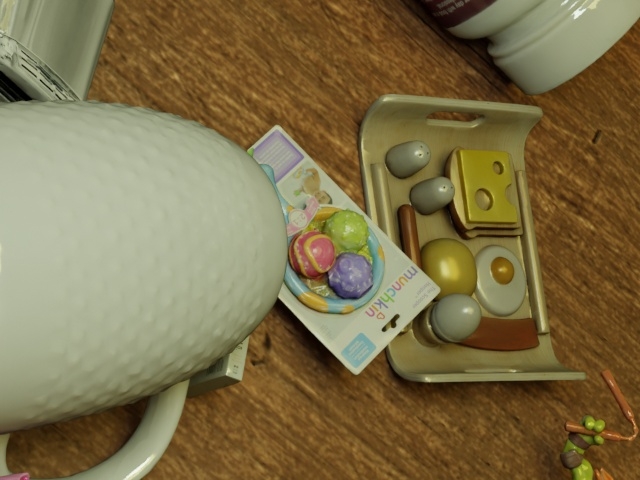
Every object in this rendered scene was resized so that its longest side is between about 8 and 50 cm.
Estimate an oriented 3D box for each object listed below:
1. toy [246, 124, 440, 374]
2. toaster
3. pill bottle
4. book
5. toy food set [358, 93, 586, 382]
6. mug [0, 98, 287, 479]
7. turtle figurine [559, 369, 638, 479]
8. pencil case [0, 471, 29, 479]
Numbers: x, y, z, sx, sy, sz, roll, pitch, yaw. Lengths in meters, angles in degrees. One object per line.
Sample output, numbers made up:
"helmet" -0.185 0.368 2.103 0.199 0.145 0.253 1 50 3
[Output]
"toy" 0.000 0.000 1.937 0.237 0.056 0.137 44 63 6
"toaster" -0.277 -0.196 1.785 0.227 0.129 0.146 47 50 -60
"pill bottle" 0.162 -0.358 2.089 0.392 0.224 0.224 47 56 -13
"book" -0.097 0.071 1.863 0.035 0.096 0.144 23 65 -30
"toy food set" 0.167 0.001 2.063 0.220 0.092 0.306 1 76 -33
"mug" -0.210 0.059 1.714 0.328 0.276 0.374 -8 111 -38
"turtle figurine" 0.250 0.279 2.038 0.217 0.087 0.269 -8 89 -27
"pencil case" -0.271 0.392 1.613 0.160 0.167 0.386 14 66 -8
